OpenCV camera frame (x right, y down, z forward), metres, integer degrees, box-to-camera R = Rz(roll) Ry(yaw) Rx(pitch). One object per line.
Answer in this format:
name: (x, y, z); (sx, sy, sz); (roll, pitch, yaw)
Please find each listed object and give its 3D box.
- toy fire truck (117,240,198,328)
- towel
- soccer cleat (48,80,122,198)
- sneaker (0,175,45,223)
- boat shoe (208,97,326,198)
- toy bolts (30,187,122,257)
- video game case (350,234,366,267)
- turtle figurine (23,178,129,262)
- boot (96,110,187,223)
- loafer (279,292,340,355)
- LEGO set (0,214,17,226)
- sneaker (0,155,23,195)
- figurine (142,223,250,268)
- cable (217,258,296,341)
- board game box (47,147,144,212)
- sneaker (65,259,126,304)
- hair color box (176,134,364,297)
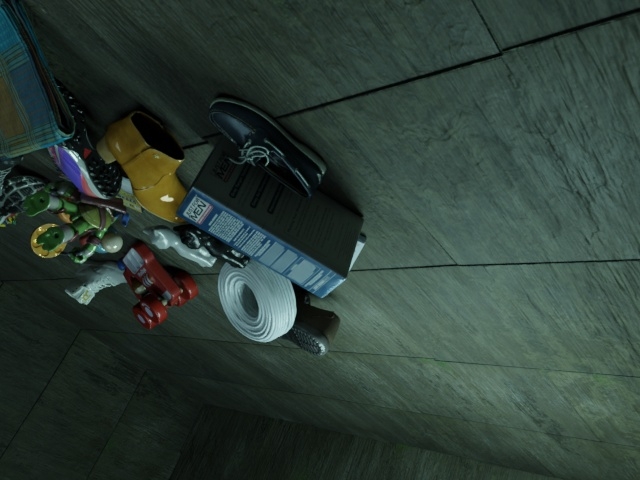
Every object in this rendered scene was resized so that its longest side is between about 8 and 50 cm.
toy fire truck: (-0.566, 0.139, 2.023); (0.254, 0.169, 0.302); (54, 147, -4)
towel: (-0.647, -0.309, 1.246); (0.370, 0.040, 0.271); (-3, 113, 42)
soccer cleat: (-0.570, -0.219, 1.366); (0.117, 0.108, 0.318); (4, 139, 24)
sneaker: (-0.915, -0.134, 1.830); (0.279, 0.118, 0.107); (-20, 109, 22)
boat shoe: (-0.107, -0.170, 1.150); (0.254, 0.079, 0.095); (36, 151, -22)
toy bolts: (-0.691, -0.017, 1.760); (0.158, 0.218, 0.228); (15, 162, 46)
video game case: (0.000, 0.000, 1.436); (0.190, 0.022, 0.173); (24, 153, 1)
turtle figurine: (-0.648, -0.042, 1.525); (0.275, 0.197, 0.266); (12, -175, 7)
boot: (-0.351, -0.151, 1.354); (0.211, 0.104, 0.295); (-9, 134, 48)
loafer: (-0.080, 0.217, 1.776); (0.366, 0.130, 0.133); (24, 142, 40)
LEGO set: (-1.155, -0.122, 1.946); (0.331, 0.192, 0.255); (26, 153, -4)
sneaker: (-0.889, -0.177, 1.689); (0.229, 0.132, 0.086); (5, -175, 45)
figurine: (-0.320, 0.002, 1.554); (0.215, 0.092, 0.209); (0, 164, 40)
cable: (-0.176, 0.148, 1.650); (0.257, 0.089, 0.257); (32, 130, 35)
board game box: (-0.563, -0.170, 1.554); (0.243, 0.042, 0.165); (24, 153, 0)
sneaker: (-0.805, 0.164, 2.215); (0.293, 0.169, 0.108); (0, 143, 36)
hair color box: (-0.094, -0.048, 1.239); (0.347, 0.173, 0.105); (32, 138, -14)
